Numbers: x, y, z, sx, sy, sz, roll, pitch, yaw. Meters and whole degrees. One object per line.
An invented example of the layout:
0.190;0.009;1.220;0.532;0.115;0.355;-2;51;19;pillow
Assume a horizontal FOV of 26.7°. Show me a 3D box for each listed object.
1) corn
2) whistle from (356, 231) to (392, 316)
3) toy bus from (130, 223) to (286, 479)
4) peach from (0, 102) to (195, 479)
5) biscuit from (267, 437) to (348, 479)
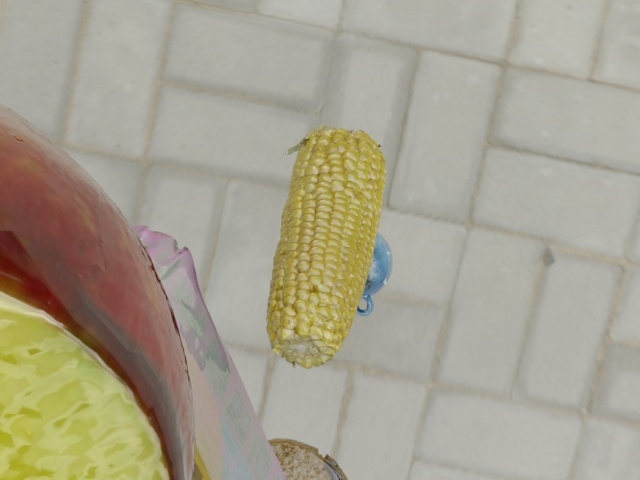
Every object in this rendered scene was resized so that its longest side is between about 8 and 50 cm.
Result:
0.005;-0.001;1.219;0.091;0.260;0.091;-12;134;27;corn
0.033;0.005;1.461;0.090;0.090;0.158;-11;90;4;whistle
-0.153;0.152;1.117;0.171;0.162;0.386;1;129;28;toy bus
-0.161;0.082;0.484;0.249;0.245;0.274;-1;110;10;peach
-0.054;0.362;1.728;0.226;0.042;0.226;-5;69;15;biscuit
